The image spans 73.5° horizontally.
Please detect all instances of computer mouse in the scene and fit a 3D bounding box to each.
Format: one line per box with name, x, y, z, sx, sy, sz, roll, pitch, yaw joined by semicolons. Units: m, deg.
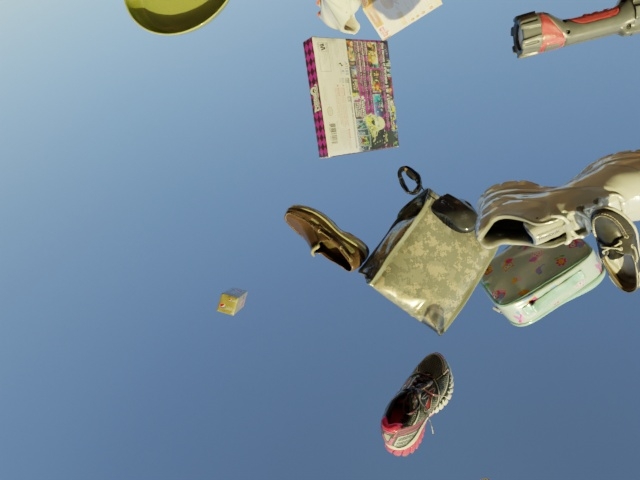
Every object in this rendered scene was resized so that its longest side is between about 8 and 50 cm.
computer mouse;0.258;-0.102;0.969;0.071;0.041;0.242;-44;-123;-1

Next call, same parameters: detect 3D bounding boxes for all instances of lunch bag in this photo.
lunch bag;0.565;0.093;1.122;0.279;0.108;0.224;-38;-158;14
lunch bag;0.273;0.042;1.072;0.287;0.235;0.169;-54;-171;4

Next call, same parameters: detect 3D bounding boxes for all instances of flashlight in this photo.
flashlight;0.625;-0.524;1.025;0.303;0.103;0.103;-12;-141;11

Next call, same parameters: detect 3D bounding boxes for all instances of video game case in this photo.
video game case;0.072;-0.302;0.910;0.210;0.232;0.041;-17;-167;-34

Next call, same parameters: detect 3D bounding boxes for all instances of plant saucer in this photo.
plant saucer;-0.257;-0.489;0.809;0.240;0.037;0.241;-2;-99;13

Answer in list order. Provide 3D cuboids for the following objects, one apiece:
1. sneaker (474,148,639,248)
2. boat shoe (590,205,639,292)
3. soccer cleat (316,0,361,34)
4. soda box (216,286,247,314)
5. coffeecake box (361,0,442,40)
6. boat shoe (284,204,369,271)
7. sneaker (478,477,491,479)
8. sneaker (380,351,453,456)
sneaker;0.371;-0.039;0.633;0.297;0.111;0.129;-16;-156;42
boat shoe;0.376;0.013;0.544;0.046;0.125;0.038;-5;-144;51
soccer cleat;0.026;-0.382;0.645;0.076;0.196;0.068;32;-88;9
soda box;-0.295;0.202;1.451;0.058;0.181;0.062;16;-90;-1
coffeecake box;0.216;-0.657;1.164;0.185;0.142;0.068;-24;-113;24
boat shoe;0.001;-0.005;1.133;0.257;0.095;0.095;29;-130;16
sneaker;0.326;0.537;0.824;0.064;0.175;0.067;-3;-166;-19
sneaker;0.261;0.415;1.134;0.120;0.112;0.299;7;-138;38
